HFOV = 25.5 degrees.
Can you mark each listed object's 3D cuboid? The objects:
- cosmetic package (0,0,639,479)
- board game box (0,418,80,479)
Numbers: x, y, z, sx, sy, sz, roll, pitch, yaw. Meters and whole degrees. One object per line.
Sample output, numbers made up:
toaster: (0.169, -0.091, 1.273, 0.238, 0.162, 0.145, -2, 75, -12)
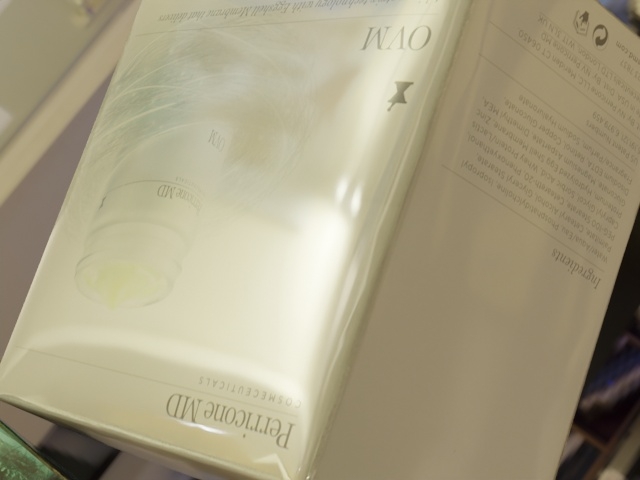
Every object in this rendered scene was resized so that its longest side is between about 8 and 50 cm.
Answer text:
cosmetic package: (0.000, 0.000, 0.611, 0.138, 0.225, 0.224, 27, 165, -39)
board game box: (-0.085, 0.146, 0.647, 0.126, 0.026, 0.186, 28, 164, 39)
